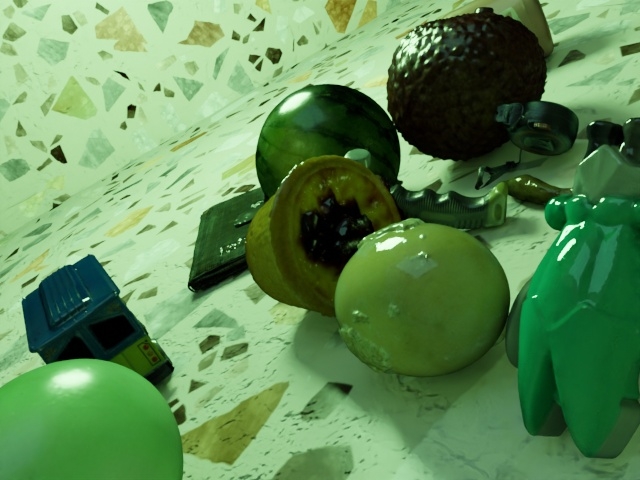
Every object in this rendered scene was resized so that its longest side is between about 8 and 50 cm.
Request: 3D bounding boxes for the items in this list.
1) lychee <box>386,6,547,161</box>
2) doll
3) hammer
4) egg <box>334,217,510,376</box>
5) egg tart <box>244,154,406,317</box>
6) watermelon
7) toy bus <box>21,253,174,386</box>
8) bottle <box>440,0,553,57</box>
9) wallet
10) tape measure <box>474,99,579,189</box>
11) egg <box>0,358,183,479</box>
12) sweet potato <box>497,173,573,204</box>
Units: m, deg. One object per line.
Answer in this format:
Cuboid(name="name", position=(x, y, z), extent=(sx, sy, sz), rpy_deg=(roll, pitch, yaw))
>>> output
Cuboid(name="lychee", position=(0.242, -0.256, 1.074), extent=(0.260, 0.260, 0.260), rpy_deg=(-24, 23, 11))
Cuboid(name="doll", position=(0.248, 0.046, 0.517), extent=(0.258, 0.153, 0.195), rpy_deg=(-66, 29, 21))
Cuboid(name="hammer", position=(0.145, -0.048, 0.910), extent=(0.226, 0.159, 0.041), rpy_deg=(4, 36, 21))
Cuboid(name="egg", position=(0.101, 0.063, 0.670), extent=(0.201, 0.164, 0.164), rpy_deg=(-16, 24, 51))
Cuboid(name="egg tart", position=(0.000, 0.000, 0.871), extent=(0.215, 0.215, 0.171), rpy_deg=(-43, 16, -30))
Cuboid(name="watermelon", position=(0.013, -0.137, 1.076), extent=(0.242, 0.242, 0.242), rpy_deg=(-24, 23, 11))
Cuboid(name="toy bus", position=(-0.349, 0.140, 0.995), extent=(0.138, 0.175, 0.287), rpy_deg=(-37, 24, -16))
Cuboid(name="bottle", position=(0.328, -0.404, 1.377), extent=(0.297, 0.173, 0.206), rpy_deg=(-20, 58, 18))
Cuboid(name="wallet", position=(-0.176, -0.016, 1.287), extent=(0.169, 0.044, 0.317), rpy_deg=(-25, 24, 7))
Cuboid(name="tape measure", position=(0.298, -0.119, 0.935), extent=(0.107, 0.104, 0.180), rpy_deg=(9, 58, 39))
Cuboid(name="egg", position=(-0.249, 0.239, 0.617), extent=(0.220, 0.220, 0.270), rpy_deg=(-16, 25, 28))
Cuboid(name="sweet potato", position=(0.294, -0.067, 0.870), extent=(0.153, 0.038, 0.041), rpy_deg=(13, 69, 55))
